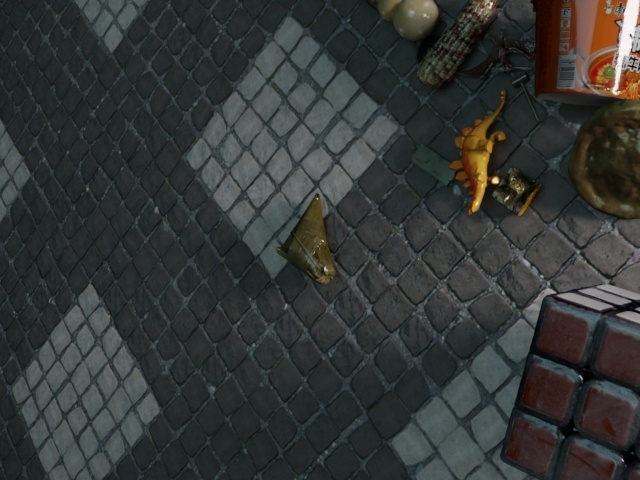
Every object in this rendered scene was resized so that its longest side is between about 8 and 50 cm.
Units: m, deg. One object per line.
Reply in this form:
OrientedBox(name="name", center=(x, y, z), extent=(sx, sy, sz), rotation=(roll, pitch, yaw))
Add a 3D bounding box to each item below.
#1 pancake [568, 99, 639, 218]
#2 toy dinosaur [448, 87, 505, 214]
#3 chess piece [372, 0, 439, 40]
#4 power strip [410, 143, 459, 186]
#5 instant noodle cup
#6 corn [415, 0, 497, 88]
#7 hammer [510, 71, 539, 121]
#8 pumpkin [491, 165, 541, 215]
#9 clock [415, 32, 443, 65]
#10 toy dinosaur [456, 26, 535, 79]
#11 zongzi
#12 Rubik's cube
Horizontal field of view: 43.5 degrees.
OrientedBox(name="pancake", center=(0.562, -0.143, 1.471), extent=(0.222, 0.042, 0.236), rotation=(49, 137, -3))
OrientedBox(name="toy dinosaur", center=(0.329, -0.188, 1.696), extent=(0.117, 0.070, 0.288), rotation=(-7, 66, 51))
OrientedBox(name="chess piece", center=(0.172, -0.567, 1.841), extent=(0.143, 0.143, 0.261), rotation=(-47, 63, 20))
OrientedBox(name="power strip", center=(0.251, -0.171, 1.780), extent=(0.136, 0.019, 0.051), rotation=(39, 107, 34))
OrientedBox(name="instant noodle cup", center=(0.509, -0.358, 1.499), extent=(0.250, 0.250, 0.192), rotation=(10, 96, 36))
OrientedBox(name="corn", center=(0.299, -0.437, 1.758), extent=(0.079, 0.079, 0.237), rotation=(43, 105, 33))
OrientedBox(name="hammer", center=(0.434, -0.296, 1.674), extent=(0.035, 0.019, 0.110), rotation=(-28, 73, 30))
OrientedBox(name="pumpkin", center=(0.401, -0.102, 1.640), extent=(0.074, 0.054, 0.083), rotation=(38, 101, 29))
OrientedBox(name="clock", center=(0.252, -0.433, 1.828), extent=(0.074, 0.010, 0.083), rotation=(26, 98, 36))
OrientedBox(name="toy dinosaur", center=(0.392, -0.399, 1.710), extent=(0.220, 0.032, 0.108), rotation=(-18, 69, 30))
OrientedBox(name="zongzi", center=(0.000, 0.000, 1.903), extent=(0.160, 0.078, 0.176), rotation=(37, 96, 28))
OrientedBox(name="Rubik's cube", center=(0.520, 0.262, 1.323), extent=(0.304, 0.301, 0.305), rotation=(22, 103, 35))
